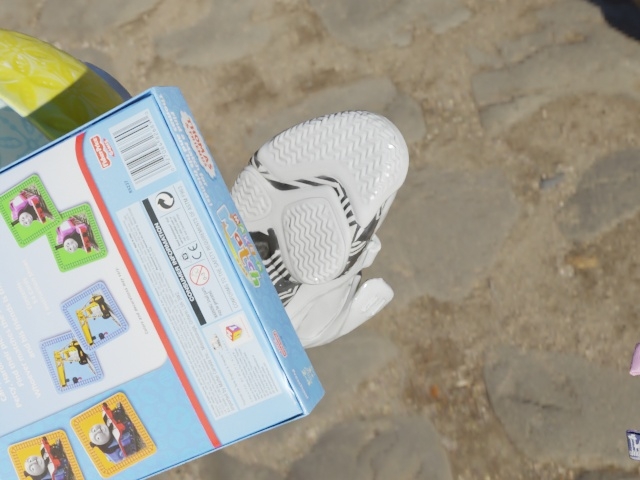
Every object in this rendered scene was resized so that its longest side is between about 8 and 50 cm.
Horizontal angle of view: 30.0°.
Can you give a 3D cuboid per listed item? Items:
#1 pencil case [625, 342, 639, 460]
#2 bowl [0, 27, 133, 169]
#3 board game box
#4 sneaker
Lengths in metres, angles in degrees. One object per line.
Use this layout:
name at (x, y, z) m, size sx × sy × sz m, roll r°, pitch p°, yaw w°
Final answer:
pencil case at (0.374, 0.124, 0.861) m, size 0.284 × 0.124 × 0.124 m, roll 0°, pitch 45°, yaw 35°
bowl at (-0.216, -0.051, 0.891) m, size 0.289 × 0.289 × 0.156 m, roll 10°, pitch 41°, yaw 26°
board game box at (-0.126, 0.044, 0.566) m, size 0.211 × 0.160 × 0.039 m, roll -24°, pitch 2°, yaw 17°
sneaker at (0.000, 0.000, 1.182) m, size 0.210 × 0.366 × 0.137 m, roll -16°, pitch 63°, yaw -49°
